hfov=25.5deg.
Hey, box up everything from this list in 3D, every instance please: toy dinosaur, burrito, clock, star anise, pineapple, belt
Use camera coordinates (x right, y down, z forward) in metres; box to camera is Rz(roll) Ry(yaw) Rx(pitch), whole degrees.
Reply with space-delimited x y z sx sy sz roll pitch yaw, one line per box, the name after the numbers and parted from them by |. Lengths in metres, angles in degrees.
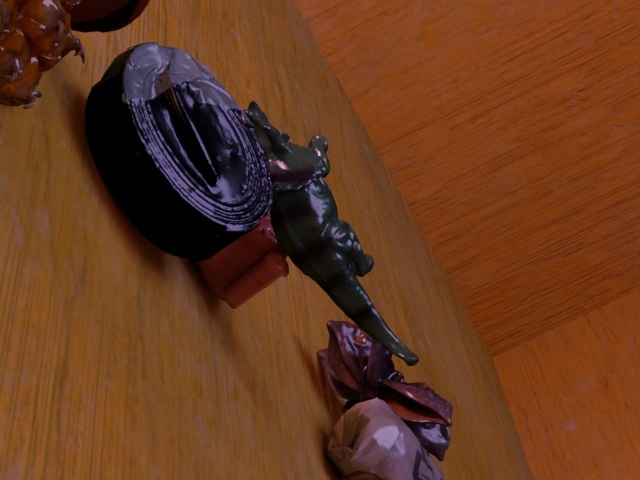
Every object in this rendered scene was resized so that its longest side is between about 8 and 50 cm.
0.002 -0.007 1.391 0.292 0.079 0.120 56 20 -16 | toy dinosaur
0.136 0.352 1.666 0.445 0.101 0.139 56 1 -29 | burrito
-0.102 -0.024 1.420 0.162 0.092 0.166 54 17 -8 | clock
0.075 0.186 1.711 0.212 0.073 0.197 47 -28 8 | star anise
-0.210 -0.182 1.017 0.250 0.164 0.140 48 26 -70 | pineapple
-0.126 -0.084 1.277 0.198 0.078 0.151 57 39 -1 | belt

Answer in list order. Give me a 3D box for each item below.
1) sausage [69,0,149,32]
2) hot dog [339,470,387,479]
-0.229 -0.273 1.177 0.279 0.152 0.152 41 24 -61 | sausage
0.054 0.287 1.394 0.123 0.093 0.261 65 9 0 | hot dog
